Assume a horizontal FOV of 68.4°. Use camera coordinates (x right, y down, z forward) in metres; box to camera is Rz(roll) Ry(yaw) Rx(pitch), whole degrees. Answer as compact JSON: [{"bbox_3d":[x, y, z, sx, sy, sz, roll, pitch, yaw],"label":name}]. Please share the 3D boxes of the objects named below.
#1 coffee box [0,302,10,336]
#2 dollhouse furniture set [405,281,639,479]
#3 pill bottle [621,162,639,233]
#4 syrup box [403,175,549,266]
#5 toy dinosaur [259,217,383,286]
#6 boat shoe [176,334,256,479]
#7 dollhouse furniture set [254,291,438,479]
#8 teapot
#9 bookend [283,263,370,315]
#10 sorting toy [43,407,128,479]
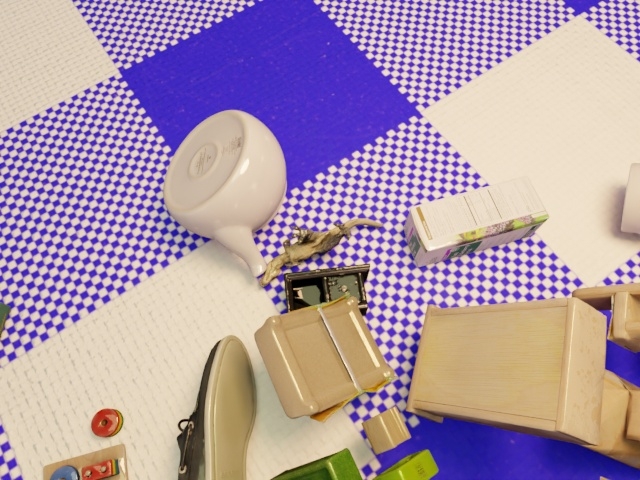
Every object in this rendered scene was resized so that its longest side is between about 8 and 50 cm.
[{"bbox_3d":[-0.678,0.163,0.858,0.184,0.040,0.113,2,68,3],"label":"coffee box"},{"bbox_3d":[0.370,0.241,0.706,0.394,0.256,0.362,27,67,-24],"label":"dollhouse furniture set"},{"bbox_3d":[0.705,-0.059,0.799,0.318,0.176,0.176,10,65,33],"label":"pill bottle"},{"bbox_3d":[0.285,-0.034,0.886,0.236,0.093,0.096,-16,68,-5],"label":"syrup box"},{"bbox_3d":[0.000,0.000,0.866,0.268,0.118,0.064,-24,78,-7],"label":"toy dinosaur"},{"bbox_3d":[-0.175,0.323,0.739,0.113,0.127,0.340,-16,64,22],"label":"boat shoe"},{"bbox_3d":[0.009,0.258,0.724,0.197,0.151,0.302,-6,61,-44],"label":"dollhouse furniture set"},{"bbox_3d":[-0.154,-0.107,0.887,0.252,0.187,0.256,32,88,43],"label":"teapot"},{"bbox_3d":[0.020,0.133,0.835,0.156,0.072,0.157,-6,68,-1],"label":"bookend"},{"bbox_3d":[-0.374,0.417,0.740,0.132,0.046,0.275,-14,68,-4],"label":"sorting toy"}]
